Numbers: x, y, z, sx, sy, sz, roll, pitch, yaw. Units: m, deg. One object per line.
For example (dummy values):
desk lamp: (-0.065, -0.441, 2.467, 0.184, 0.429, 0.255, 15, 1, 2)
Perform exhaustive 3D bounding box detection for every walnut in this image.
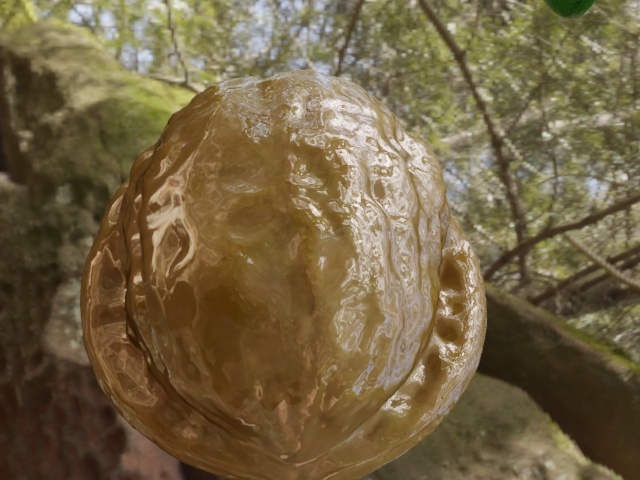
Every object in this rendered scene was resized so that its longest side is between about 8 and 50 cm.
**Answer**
walnut: (-0.024, 0.029, 0.613, 0.257, 0.257, 0.224, 44, -26, 29)

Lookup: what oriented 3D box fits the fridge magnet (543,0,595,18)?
fridge magnet: (0.286, -0.354, 1.141, 0.208, 0.088, 0.208, 177, -90, -83)
